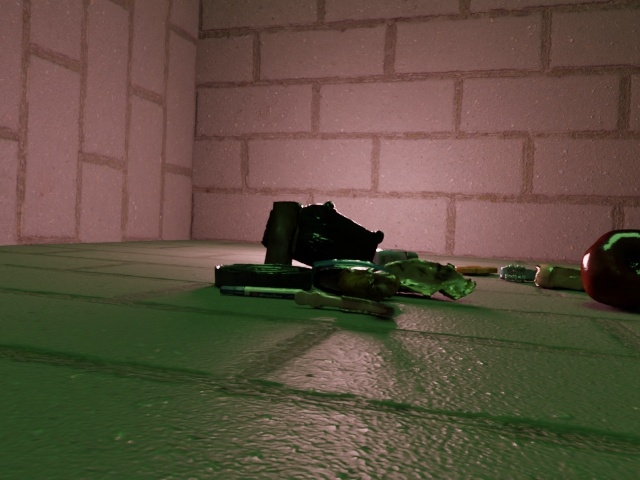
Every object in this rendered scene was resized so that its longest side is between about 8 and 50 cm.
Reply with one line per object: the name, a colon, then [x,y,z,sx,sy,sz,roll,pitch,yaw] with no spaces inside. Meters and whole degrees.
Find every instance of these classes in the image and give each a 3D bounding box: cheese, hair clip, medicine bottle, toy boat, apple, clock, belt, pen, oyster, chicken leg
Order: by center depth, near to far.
hair clip: [0.058,0.135,1.149,0.226,0.034,0.072,5,0,25]
chicken leg: [0.109,0.099,1.171,0.108,0.087,0.251,4,-6,-12]
pen: [-0.142,0.125,1.299,0.204,0.025,0.025,2,2,6]
toy boat: [0.086,0.097,1.380,0.223,0.100,0.097,4,16,9]
apple: [0.809,0.079,1.413,0.234,0.233,0.234,3,2,0]
oyster: [0.270,0.119,1.462,0.295,0.093,0.166,16,28,35]
clock: [-0.157,0.102,1.505,0.281,0.055,0.280,2,2,0]
cheese: [0.878,0.129,1.821,0.287,0.082,0.163,4,3,18]
belt: [0.769,0.127,2.011,0.180,0.065,0.100,2,-8,2]
medicine bottle: [0.288,0.081,2.137,0.188,0.094,0.119,2,4,-16]

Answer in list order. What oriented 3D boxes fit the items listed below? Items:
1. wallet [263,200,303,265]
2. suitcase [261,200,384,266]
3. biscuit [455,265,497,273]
wallet: [-0.125,-0.003,1.748,0.137,0.255,0.031,4,-8,43]
suitcase: [0.000,0.000,1.898,0.340,0.188,0.345,2,-16,44]
biscuit: [0.646,0.125,2.258,0.144,0.040,0.236,-5,-2,42]
